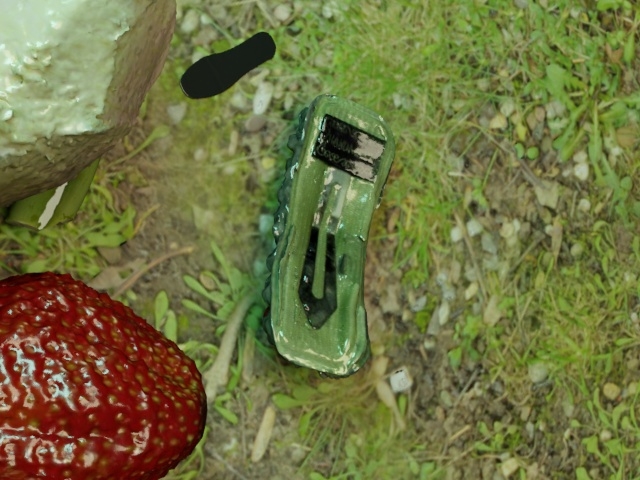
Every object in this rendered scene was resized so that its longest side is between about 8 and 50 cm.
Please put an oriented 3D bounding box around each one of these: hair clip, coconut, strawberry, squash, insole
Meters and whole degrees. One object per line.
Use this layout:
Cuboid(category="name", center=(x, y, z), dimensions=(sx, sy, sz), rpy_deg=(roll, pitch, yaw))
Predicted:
Cuboid(category="hair clip", center=(-0.001, 0.000, 1.592), dimensions=(0.138, 0.091, 0.321), rpy_deg=(21, 63, -21))
Cuboid(category="coconut", center=(-0.324, -0.209, 1.262), dimensions=(0.404, 0.404, 0.405), rpy_deg=(3, 84, -32))
Cuboid(category="strawberry", center=(-0.248, 0.156, 1.323), dimensions=(0.288, 0.238, 0.250), rpy_deg=(10, 90, -7))
Cuboid(category="squash", center=(-0.255, -0.126, 1.449), dimensions=(0.083, 0.083, 0.250), rpy_deg=(18, 80, -30))
Cuboid(category="insole", center=(-0.102, -0.196, 1.593), dimensions=(0.135, 0.002, 0.045), rpy_deg=(-35, 105, -30))
